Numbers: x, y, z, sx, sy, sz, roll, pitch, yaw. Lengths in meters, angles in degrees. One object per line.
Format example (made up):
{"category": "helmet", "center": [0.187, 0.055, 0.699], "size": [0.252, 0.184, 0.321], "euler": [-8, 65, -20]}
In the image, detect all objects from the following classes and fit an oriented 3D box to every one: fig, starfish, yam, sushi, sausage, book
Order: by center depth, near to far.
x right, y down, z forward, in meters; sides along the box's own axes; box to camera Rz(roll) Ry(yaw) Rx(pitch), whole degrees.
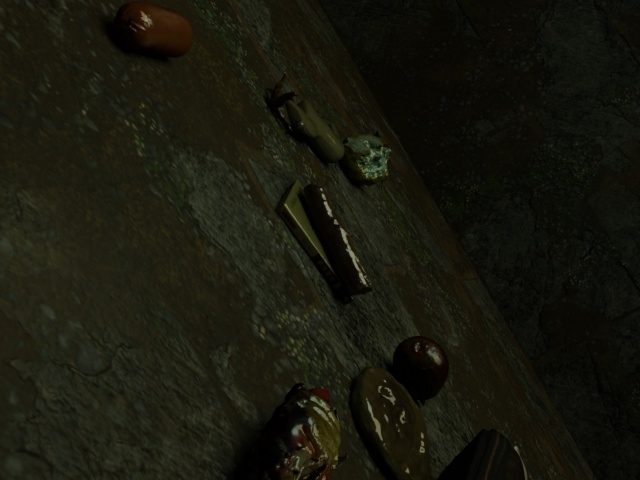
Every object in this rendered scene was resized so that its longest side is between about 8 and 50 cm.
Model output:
{"category": "sushi", "center": [-0.022, 0.237, 0.844], "size": [0.097, 0.103, 0.226], "euler": [32, 19, 4]}
{"category": "sausage", "center": [-0.267, -0.339, 1.191], "size": [0.076, 0.076, 0.197], "euler": [58, 18, 1]}
{"category": "yam", "center": [0.032, -0.006, 1.401], "size": [0.241, 0.056, 0.056], "euler": [65, 18, 18]}
{"category": "fig", "center": [0.194, 0.260, 1.432], "size": [0.109, 0.103, 0.155], "euler": [-124, -155, -46]}
{"category": "book", "center": [0.000, 0.000, 1.440], "size": [0.231, 0.026, 0.161], "euler": [54, 18, -13]}
{"category": "starfish", "center": [-0.092, -0.308, 1.685], "size": [0.133, 0.041, 0.131], "euler": [156, -76, -67]}

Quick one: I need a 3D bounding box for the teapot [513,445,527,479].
{"category": "teapot", "center": [0.343, 0.516, 1.298], "size": [0.208, 0.165, 0.300], "euler": [20, 49, -49]}

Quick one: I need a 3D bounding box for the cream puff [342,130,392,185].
{"category": "cream puff", "center": [0.118, -0.217, 2.033], "size": [0.121, 0.156, 0.156], "euler": [17, -11, 36]}

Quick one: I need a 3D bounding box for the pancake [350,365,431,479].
{"category": "pancake", "center": [0.132, 0.313, 1.221], "size": [0.242, 0.050, 0.242], "euler": [49, 23, -28]}

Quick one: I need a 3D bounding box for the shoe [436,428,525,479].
{"category": "shoe", "center": [0.283, 0.450, 1.108], "size": [0.237, 0.171, 0.384], "euler": [37, 19, 6]}

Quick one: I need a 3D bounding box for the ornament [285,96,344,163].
{"category": "ornament", "center": [-0.020, -0.282, 1.820], "size": [0.230, 0.061, 0.245], "euler": [47, 16, -33]}
